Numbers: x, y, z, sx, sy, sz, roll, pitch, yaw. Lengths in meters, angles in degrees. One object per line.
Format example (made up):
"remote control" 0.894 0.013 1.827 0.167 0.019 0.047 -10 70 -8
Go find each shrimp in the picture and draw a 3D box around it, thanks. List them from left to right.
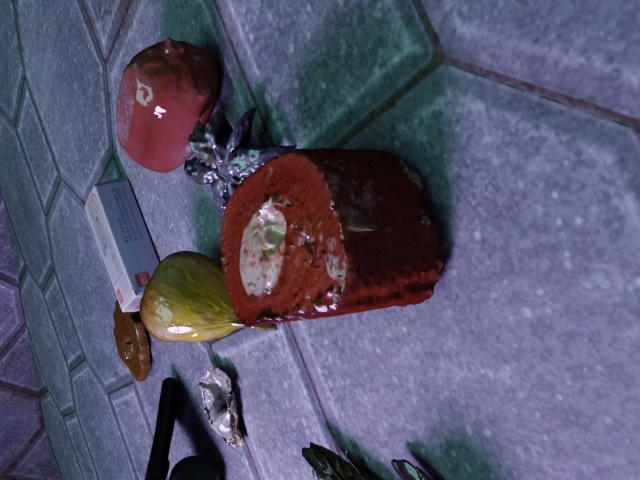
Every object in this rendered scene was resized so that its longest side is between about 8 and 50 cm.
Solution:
"shrimp" 0.080 0.328 0.838 0.296 0.058 0.169 32 124 38

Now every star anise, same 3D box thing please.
"star anise" -0.123 -0.099 0.908 0.204 0.061 0.180 17 129 28

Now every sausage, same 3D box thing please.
"sausage" -0.238 -0.201 0.986 0.148 0.148 0.254 58 141 20

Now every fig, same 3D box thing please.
"fig" -0.174 0.109 1.050 0.257 0.159 0.159 13 117 31

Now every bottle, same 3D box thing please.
"bottle" -0.281 0.609 1.402 0.144 0.144 0.336 39 131 40

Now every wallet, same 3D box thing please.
"wallet" -0.344 0.469 1.365 0.318 0.045 0.172 -92 13 -51

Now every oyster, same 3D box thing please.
"oyster" -0.188 0.317 1.215 0.108 0.053 0.165 5 102 35

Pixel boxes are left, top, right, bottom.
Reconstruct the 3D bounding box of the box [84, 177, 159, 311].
"box" -0.423 0.012 1.390 0.135 0.079 0.269 -36 74 55

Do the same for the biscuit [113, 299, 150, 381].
"biscuit" -0.467 0.232 1.590 0.182 0.034 0.215 33 128 42

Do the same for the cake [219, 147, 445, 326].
"cake" 0.000 0.000 0.727 0.283 0.151 0.177 -20 75 56
